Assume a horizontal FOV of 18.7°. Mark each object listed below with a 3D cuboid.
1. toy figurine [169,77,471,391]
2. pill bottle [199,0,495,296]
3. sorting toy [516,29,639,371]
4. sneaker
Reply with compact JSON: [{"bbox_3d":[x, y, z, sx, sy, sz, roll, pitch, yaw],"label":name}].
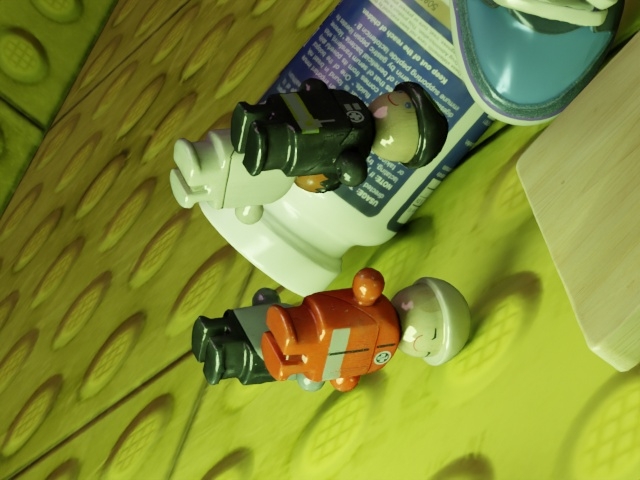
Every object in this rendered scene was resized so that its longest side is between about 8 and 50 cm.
[{"bbox_3d":[0.000,0.000,1.348,0.209,0.148,0.213,159,102,-65],"label":"toy figurine"},{"bbox_3d":[0.035,-0.092,1.520,0.265,0.153,0.153,-49,18,9],"label":"pill bottle"},{"bbox_3d":[0.242,-0.061,1.052,0.257,0.089,0.255,-47,19,16],"label":"sorting toy"},{"bbox_3d":[0.173,-0.231,1.303,0.236,0.130,0.323,-102,27,-83],"label":"sneaker"}]
